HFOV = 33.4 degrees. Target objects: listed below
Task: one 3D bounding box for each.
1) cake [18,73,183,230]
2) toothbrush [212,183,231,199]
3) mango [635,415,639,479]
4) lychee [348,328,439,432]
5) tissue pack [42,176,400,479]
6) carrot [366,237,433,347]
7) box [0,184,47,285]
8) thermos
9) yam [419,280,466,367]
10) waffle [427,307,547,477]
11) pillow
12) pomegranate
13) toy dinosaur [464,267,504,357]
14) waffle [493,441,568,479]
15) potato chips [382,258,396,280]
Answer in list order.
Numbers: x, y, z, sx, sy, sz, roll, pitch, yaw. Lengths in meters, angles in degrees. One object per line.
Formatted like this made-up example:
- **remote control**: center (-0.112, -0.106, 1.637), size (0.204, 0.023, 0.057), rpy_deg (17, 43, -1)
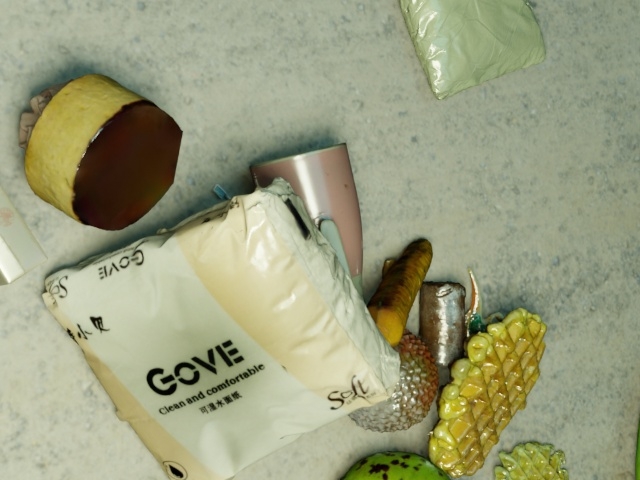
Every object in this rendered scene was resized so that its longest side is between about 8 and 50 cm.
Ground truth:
- **cake**: center (-0.311, -0.128, 1.404), size (0.185, 0.178, 0.208), rpy_deg (-60, 149, 2)
- **toothbrush**: center (-0.104, -0.022, 1.583), size (0.162, 0.014, 0.017), rpy_deg (48, 51, -18)
- **mango**: center (0.672, 0.362, 1.887), size (0.225, 0.201, 0.381), rpy_deg (13, 68, -6)
- **lychee**: center (0.098, 0.209, 1.606), size (0.165, 0.197, 0.165), rpy_deg (-1, 70, 1)
- **tissue pack**: center (-0.123, 0.126, 1.417), size (0.376, 0.195, 0.390), rpy_deg (-30, 106, 17)
- **carrot**: center (0.122, 0.066, 1.603), size (0.066, 0.066, 0.314), rpy_deg (56, 30, -14)
- **box**: center (-0.417, -0.012, 1.299), size (0.058, 0.201, 0.141), rpy_deg (-36, 105, -27)
- **thermos**: center (0.000, 0.000, 1.551), size (0.146, 0.176, 0.264), rpy_deg (-15, 93, -9)
- **yam**: center (0.194, 0.134, 1.702), size (0.079, 0.079, 0.141), rpy_deg (5, 86, -29)
- **waffle**: center (0.266, 0.245, 1.679), size (0.301, 0.058, 0.281), rpy_deg (-32, 137, -40)
- **pillow**: center (0.251, -0.402, 1.779), size (0.274, 0.076, 0.280), rpy_deg (-23, 98, -31)
- **pomegranate**: center (0.102, 0.411, 1.535), size (0.211, 0.263, 0.210), rpy_deg (-2, 82, 15)
- **toy dinosaur**: center (0.252, 0.152, 1.757), size (0.106, 0.044, 0.187), rpy_deg (-34, 106, -11)
- **waffle**: center (0.355, 0.422, 1.782), size (0.184, 0.036, 0.169), rpy_deg (11, 75, -39)
- **potato chips**: center (0.126, 0.130, 1.687), size (0.026, 0.037, 0.203), rpy_deg (-11, 90, -22)
